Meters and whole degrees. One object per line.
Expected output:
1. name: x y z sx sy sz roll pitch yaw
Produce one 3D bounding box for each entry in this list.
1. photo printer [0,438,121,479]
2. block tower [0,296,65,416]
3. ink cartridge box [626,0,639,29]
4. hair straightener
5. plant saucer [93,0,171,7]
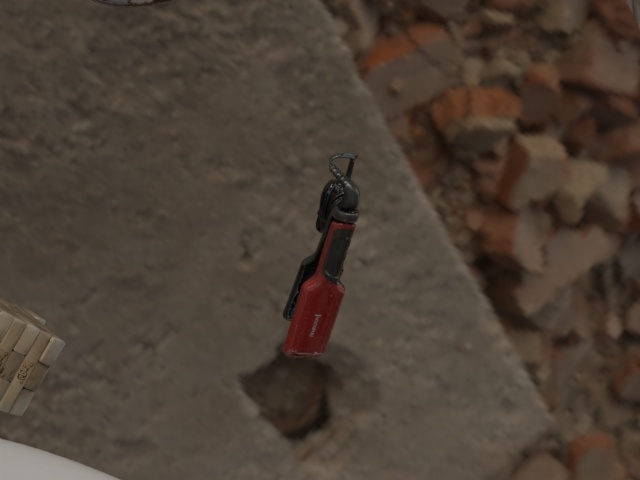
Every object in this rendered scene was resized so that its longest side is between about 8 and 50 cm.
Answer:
1. photo printer: -0.166 0.225 0.937 0.307 0.256 0.107 -49 160 -68
2. block tower: -0.386 0.064 1.531 0.335 0.097 0.091 30 90 -46
3. ink cartridge box: 0.353 -0.224 1.319 0.207 0.283 0.117 -8 124 2
4. hair straightener: 0.000 0.000 1.470 0.047 0.089 0.230 3 136 -7
5. plant saucer: -0.136 -0.282 1.495 0.198 0.036 0.198 -21 159 -9
